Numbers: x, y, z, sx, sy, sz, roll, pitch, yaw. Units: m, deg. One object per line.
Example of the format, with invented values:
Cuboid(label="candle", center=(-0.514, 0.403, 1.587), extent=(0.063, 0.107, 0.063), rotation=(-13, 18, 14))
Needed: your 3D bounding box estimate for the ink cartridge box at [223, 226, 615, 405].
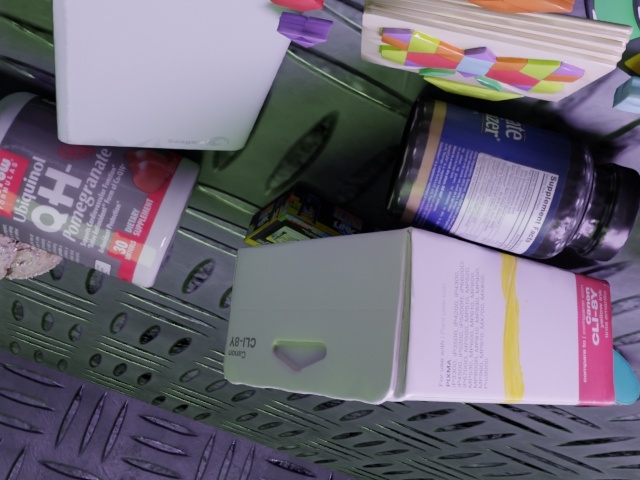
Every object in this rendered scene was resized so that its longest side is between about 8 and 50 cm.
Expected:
Cuboid(label="ink cartridge box", center=(0.123, 0.103, 0.806), extent=(0.384, 0.161, 0.279), rotation=(13, 167, -41))

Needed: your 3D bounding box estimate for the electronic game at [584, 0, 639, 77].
Cuboid(label="electronic game", center=(0.295, -0.172, 0.453), extent=(0.229, 0.048, 0.229), rotation=(14, 153, 7))

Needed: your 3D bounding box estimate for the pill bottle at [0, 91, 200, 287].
Cuboid(label="pill bottle", center=(-0.327, -0.076, 0.854), extent=(0.318, 0.176, 0.176), rotation=(22, 153, -10))

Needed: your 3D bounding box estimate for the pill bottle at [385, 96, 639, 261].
Cuboid(label="pill bottle", center=(0.181, -0.053, 0.663), extent=(0.219, 0.123, 0.123), rotation=(15, 153, 2))

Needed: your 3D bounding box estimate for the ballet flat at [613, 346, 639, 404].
Cuboid(label="ballet flat", center=(0.392, 0.175, 1.041), extent=(0.221, 0.077, 0.079), rotation=(35, 167, -23))

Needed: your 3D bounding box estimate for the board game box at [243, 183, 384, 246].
Cuboid(label="board game box", center=(0.000, 0.000, 0.951), extent=(0.170, 0.048, 0.141), rotation=(28, 153, -21))

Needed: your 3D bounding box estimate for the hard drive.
Cuboid(label="hard drive", center=(-0.136, -0.176, 0.629), extent=(0.203, 0.040, 0.307), rotation=(0, 158, -20))

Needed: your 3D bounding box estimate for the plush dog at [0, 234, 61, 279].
Cuboid(label="plush dog", center=(-0.546, 0.008, 1.165), extent=(0.225, 0.211, 0.262), rotation=(5, 169, -44))

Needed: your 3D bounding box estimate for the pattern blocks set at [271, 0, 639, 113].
Cuboid(label="pattern blocks set", center=(0.113, -0.138, 0.497), extent=(0.324, 0.026, 0.285), rotation=(13, -177, 18))
